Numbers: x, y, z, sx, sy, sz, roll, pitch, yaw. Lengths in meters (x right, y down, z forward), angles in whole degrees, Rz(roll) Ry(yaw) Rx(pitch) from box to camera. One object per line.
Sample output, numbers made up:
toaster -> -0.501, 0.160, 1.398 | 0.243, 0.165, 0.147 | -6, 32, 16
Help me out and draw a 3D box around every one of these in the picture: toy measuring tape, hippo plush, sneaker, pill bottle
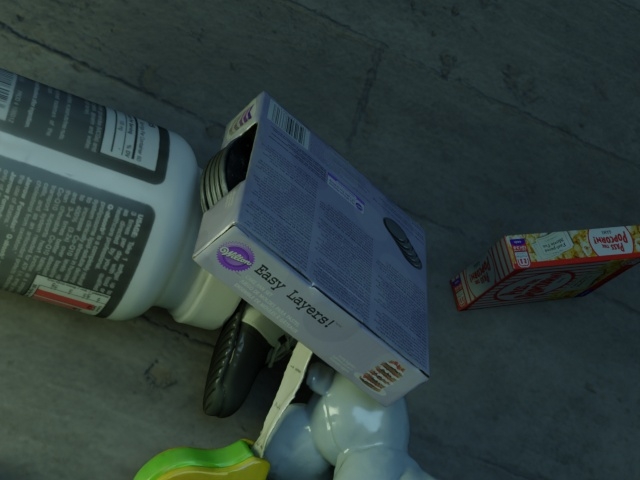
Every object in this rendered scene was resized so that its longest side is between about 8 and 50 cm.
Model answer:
toy measuring tape -> -0.109, 0.207, 1.018 | 0.121, 0.121, 0.330 | 23, 92, -10
hippo plush -> 0.027, 0.236, 1.021 | 0.234, 0.294, 0.236 | 13, 46, -52
sneaker -> -0.017, 0.067, 1.155 | 0.146, 0.122, 0.330 | 29, 61, -5
pill bottle -> -0.252, -0.037, 1.053 | 0.363, 0.210, 0.210 | 19, 62, -20

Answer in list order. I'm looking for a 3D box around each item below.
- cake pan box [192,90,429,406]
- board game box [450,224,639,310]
cake pan box -> 0.000, 0.000, 1.030 | 0.267, 0.070, 0.245 | 39, 28, -24
board game box -> 0.278, 0.034, 1.269 | 0.193, 0.147, 0.045 | -5, 69, -22
